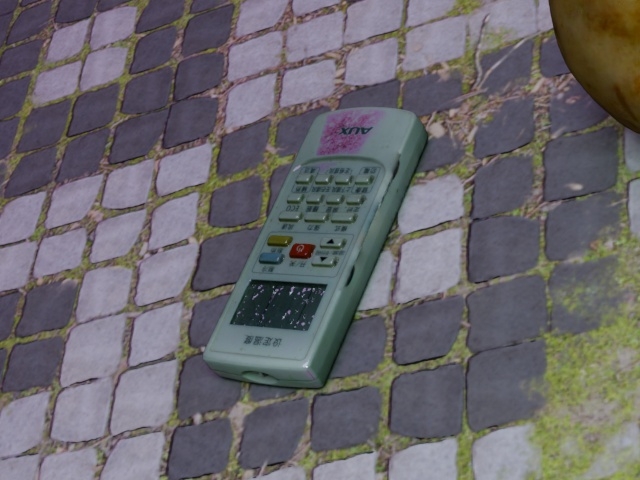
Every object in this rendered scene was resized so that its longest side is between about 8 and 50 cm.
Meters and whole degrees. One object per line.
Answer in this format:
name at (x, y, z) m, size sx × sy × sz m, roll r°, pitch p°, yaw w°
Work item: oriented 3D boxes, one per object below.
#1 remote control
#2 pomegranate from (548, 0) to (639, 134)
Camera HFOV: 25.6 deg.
remote control at (0.000, -0.001, 1.506) m, size 0.145 × 0.050 × 0.344 m, roll 2°, pitch 55°, yaw 35°
pomegranate at (0.383, -0.235, 1.281) m, size 0.338 × 0.338 × 0.338 m, roll -18°, pitch 46°, yaw 20°
